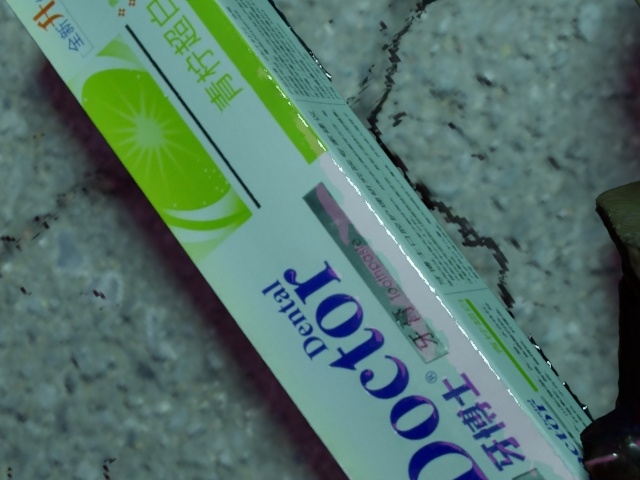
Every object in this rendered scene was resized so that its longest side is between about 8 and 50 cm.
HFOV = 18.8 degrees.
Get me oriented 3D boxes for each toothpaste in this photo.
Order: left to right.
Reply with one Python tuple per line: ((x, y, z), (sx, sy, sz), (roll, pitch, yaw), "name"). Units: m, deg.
((0.000, 0.000, 0.802), (0.081, 0.067, 0.336), (-41, 75, 18), "toothpaste")

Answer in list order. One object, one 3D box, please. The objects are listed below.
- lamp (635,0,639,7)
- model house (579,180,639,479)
((0.231, -0.143, 0.661), (0.274, 0.177, 0.177), (-31, 78, 18), "lamp")
((0.194, 0.055, 0.704), (0.203, 0.141, 0.164), (-2, 104, 34), "model house")
